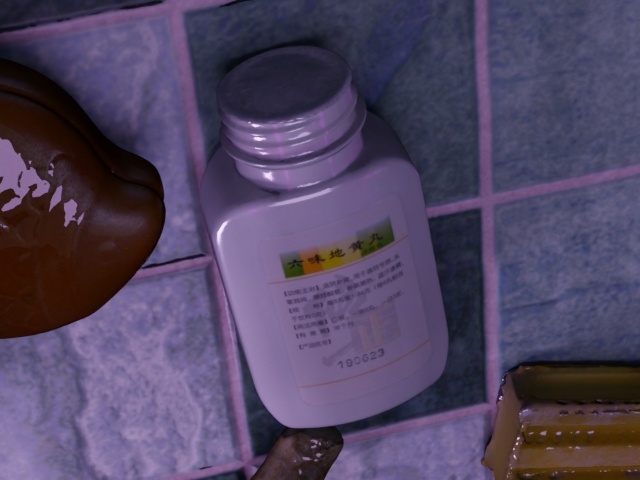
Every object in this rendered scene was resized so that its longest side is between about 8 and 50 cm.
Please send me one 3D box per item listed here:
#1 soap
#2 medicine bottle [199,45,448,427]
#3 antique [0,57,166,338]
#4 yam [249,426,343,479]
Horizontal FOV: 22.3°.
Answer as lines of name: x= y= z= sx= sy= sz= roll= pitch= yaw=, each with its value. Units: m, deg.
soap: x=0.284 y=0.192 z=1.609 sx=0.233 sy=0.076 sz=0.135 roll=0 pitch=125 yaw=-15
medicine bottle: x=0.000 y=0.000 z=1.361 sx=0.179 sy=0.124 sz=0.324 roll=-17 pitch=129 yaw=-4
antique: x=-0.262 y=-0.035 z=1.253 sx=0.278 sy=0.129 sz=0.223 roll=6 pitch=123 yaw=-20
yam: x=-0.080 y=0.296 z=1.584 sx=0.067 sy=0.071 sz=0.317 roll=37 pitch=114 yaw=5
